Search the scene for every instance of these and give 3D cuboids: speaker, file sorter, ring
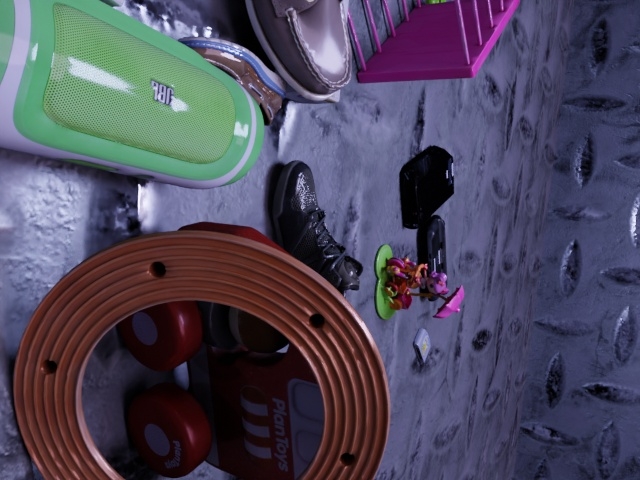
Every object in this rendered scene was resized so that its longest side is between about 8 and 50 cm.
[{"bbox_3d":[-0.178,-0.123,0.495,0.296,0.131,0.131,8,89,-59],"label":"speaker"},{"bbox_3d":[0.191,-0.420,0.965,0.290,0.202,0.182,-55,138,-37],"label":"file sorter"},{"bbox_3d":[-0.106,0.150,0.517,0.032,0.337,0.336,-80,167,-73],"label":"ring"}]

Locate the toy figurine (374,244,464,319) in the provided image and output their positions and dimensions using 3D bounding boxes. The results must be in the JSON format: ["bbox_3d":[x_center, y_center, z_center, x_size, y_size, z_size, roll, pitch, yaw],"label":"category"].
[{"bbox_3d":[0.204,0.091,1.136,0.130,0.159,0.173,-51,136,-41],"label":"toy figurine"}]

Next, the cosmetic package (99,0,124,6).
[{"bbox_3d":[-0.235,-0.392,0.369,0.284,0.097,0.377,13,86,-57],"label":"cosmetic package"}]

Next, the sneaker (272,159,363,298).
[{"bbox_3d":[0.000,0.000,0.813,0.087,0.130,0.227,-16,108,-59],"label":"sneaker"}]

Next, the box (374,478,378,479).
[{"bbox_3d":[0.110,0.469,0.971,0.322,0.257,0.079,38,65,-56],"label":"box"}]

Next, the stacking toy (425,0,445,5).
[{"bbox_3d":[0.264,-0.574,1.203,0.221,0.052,0.167,-30,120,-51],"label":"stacking toy"}]

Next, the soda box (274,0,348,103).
[{"bbox_3d":[-0.009,-0.303,0.787,0.074,0.069,0.216,0,97,-59],"label":"soda box"}]

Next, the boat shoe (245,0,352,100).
[{"bbox_3d":[-0.028,-0.324,0.659,0.117,0.097,0.324,-32,112,-36],"label":"boat shoe"}]

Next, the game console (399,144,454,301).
[{"bbox_3d":[0.251,-0.025,1.304,0.213,0.044,0.361,-36,126,-48],"label":"game console"}]

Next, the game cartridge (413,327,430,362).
[{"bbox_3d":[0.248,0.252,1.383,0.056,0.017,0.083,-63,144,-35],"label":"game cartridge"}]

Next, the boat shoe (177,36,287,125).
[{"bbox_3d":[-0.098,-0.181,0.670,0.183,0.066,0.066,10,89,-59],"label":"boat shoe"}]

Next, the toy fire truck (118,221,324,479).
[{"bbox_3d":[-0.064,0.134,0.612,0.169,0.254,0.302,-23,116,-55],"label":"toy fire truck"}]
